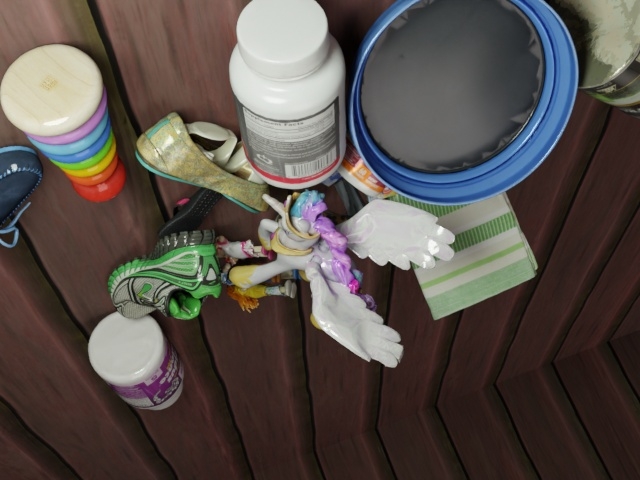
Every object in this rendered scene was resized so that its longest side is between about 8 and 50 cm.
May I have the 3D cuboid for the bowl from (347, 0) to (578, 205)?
[{"bbox_3d":[0.229,-0.247,1.591,0.391,0.077,0.391,-6,120,-11],"label":"bowl"}]

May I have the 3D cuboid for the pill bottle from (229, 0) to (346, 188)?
[{"bbox_3d":[-0.048,-0.229,1.487,0.176,0.176,0.318,-19,154,-8],"label":"pill bottle"}]

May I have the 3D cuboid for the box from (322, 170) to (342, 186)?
[{"bbox_3d":[0.000,-0.165,1.798,0.109,0.042,0.178,-34,152,22],"label":"box"}]

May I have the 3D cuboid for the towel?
[{"bbox_3d":[0.292,-0.028,2.019,0.247,0.325,0.038,-23,-173,0],"label":"towel"}]

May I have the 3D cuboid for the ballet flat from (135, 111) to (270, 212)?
[{"bbox_3d":[-0.168,-0.134,1.656,0.123,0.123,0.348,-34,152,22],"label":"ballet flat"}]

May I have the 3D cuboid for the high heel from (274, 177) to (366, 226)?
[{"bbox_3d":[0.000,0.000,1.945,0.261,0.186,0.093,-40,153,31],"label":"high heel"}]

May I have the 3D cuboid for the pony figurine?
[{"bbox_3d":[0.019,0.051,1.752,0.351,0.303,0.363,29,156,-5],"label":"pony figurine"}]

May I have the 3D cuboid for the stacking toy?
[{"bbox_3d":[-0.361,-0.150,1.452,0.141,0.141,0.330,-20,158,-5],"label":"stacking toy"}]

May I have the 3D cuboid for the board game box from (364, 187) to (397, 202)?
[{"bbox_3d":[0.159,-0.145,1.931,0.154,0.026,0.103,-17,125,-12],"label":"board game box"}]

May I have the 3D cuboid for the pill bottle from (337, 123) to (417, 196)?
[{"bbox_3d":[0.125,-0.195,1.712,0.221,0.121,0.121,-49,147,15],"label":"pill bottle"}]

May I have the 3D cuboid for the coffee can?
[{"bbox_3d":[0.542,-0.342,1.719,0.275,0.202,0.201,9,140,-47],"label":"coffee can"}]

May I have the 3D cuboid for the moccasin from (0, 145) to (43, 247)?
[{"bbox_3d":[-0.558,-0.018,1.545,0.342,0.117,0.137,-37,151,26],"label":"moccasin"}]

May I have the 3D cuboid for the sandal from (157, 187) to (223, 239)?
[{"bbox_3d":[-0.242,-0.061,1.808,0.179,0.040,0.067,-42,148,27],"label":"sandal"}]

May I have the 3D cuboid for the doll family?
[{"bbox_3d":[-0.154,0.080,2.022,0.163,0.118,0.263,-1,161,21],"label":"doll family"}]

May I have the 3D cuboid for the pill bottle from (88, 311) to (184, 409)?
[{"bbox_3d":[-0.404,0.284,2.182,0.169,0.169,0.301,-21,154,-4],"label":"pill bottle"}]

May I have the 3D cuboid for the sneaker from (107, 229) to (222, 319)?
[{"bbox_3d":[-0.313,0.098,1.898,0.134,0.146,0.343,-2,162,-37],"label":"sneaker"}]
